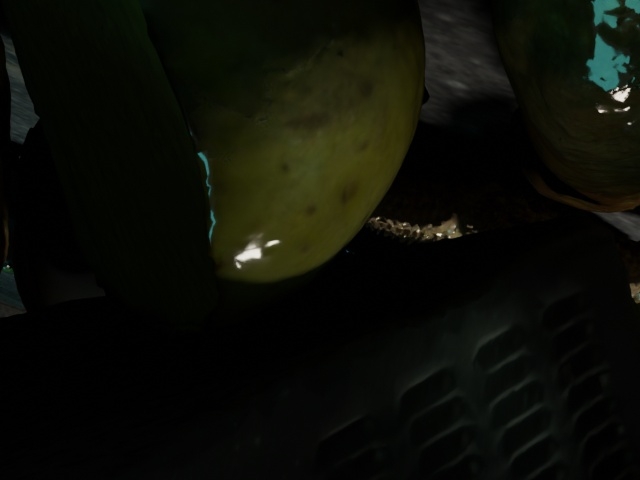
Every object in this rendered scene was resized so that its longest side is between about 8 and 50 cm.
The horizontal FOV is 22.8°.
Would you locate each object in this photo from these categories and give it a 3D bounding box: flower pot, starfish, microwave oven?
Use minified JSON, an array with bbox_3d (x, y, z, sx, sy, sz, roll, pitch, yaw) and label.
[{"bbox_3d":[-0.084,-0.016,0.793,0.157,0.157,0.107,20,160,7],"label":"flower pot"},{"bbox_3d":[0.095,-0.003,0.741,0.227,0.043,0.240,12,-173,-15],"label":"starfish"},{"bbox_3d":[-0.106,0.166,0.594,0.432,0.236,0.374,-11,-171,45],"label":"microwave oven"}]

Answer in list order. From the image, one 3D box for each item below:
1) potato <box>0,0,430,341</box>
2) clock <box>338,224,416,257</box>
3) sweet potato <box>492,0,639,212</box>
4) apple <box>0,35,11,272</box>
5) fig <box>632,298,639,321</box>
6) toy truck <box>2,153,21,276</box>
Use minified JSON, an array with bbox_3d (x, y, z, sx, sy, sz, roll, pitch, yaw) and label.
[{"bbox_3d":[-0.031,-0.059,0.515,0.111,0.160,0.272,-20,-177,-14],"label":"potato"},{"bbox_3d":[0.000,0.000,0.977,0.215,0.042,0.215,20,170,4],"label":"clock"},{"bbox_3d":[0.090,-0.048,0.485,0.075,0.075,0.273,19,174,9],"label":"sweet potato"},{"bbox_3d":[-0.241,-0.048,0.753,0.188,0.211,0.211,-2,174,-12],"label":"apple"},{"bbox_3d":[0.093,0.087,0.843,0.203,0.225,0.203,37,151,25],"label":"fig"},{"bbox_3d":[-0.244,-0.022,1.194,0.243,0.101,0.125,23,175,5],"label":"toy truck"}]
